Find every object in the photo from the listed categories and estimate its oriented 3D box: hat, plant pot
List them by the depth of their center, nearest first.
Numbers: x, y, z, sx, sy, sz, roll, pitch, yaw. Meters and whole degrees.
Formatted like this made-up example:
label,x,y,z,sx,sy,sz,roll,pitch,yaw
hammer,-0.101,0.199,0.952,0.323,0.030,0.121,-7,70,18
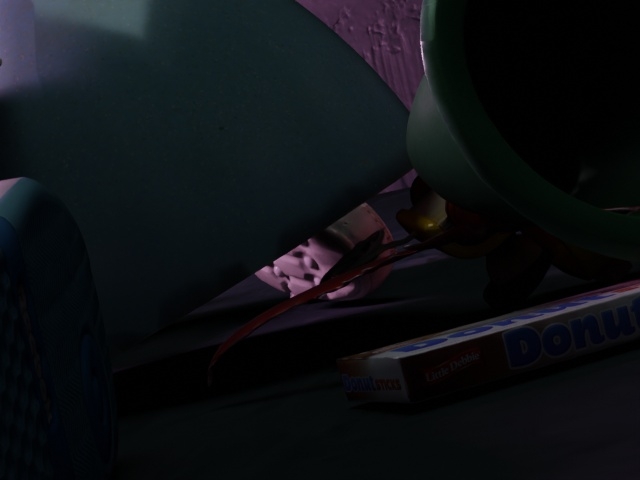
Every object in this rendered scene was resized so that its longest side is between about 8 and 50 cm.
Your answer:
label,x,y,z,sx,sy,sz,roll,pitch,yaw
hat,0.073,-0.033,0.901,0.208,0.173,0.183,9,-30,-26
plant pot,-0.109,-0.059,1.061,0.290,0.195,0.290,-31,4,2

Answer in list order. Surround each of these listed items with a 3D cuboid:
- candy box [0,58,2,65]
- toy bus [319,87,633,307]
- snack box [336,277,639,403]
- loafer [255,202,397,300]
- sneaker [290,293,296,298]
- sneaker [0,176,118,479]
label,x,y,z,sx,sy,sz,roll,pitch,yaw
candy box,-0.282,0.005,0.858,0.183,0.087,0.316,-41,10,29
toy bus,0.129,-0.025,1.025,0.202,0.104,0.191,-33,14,41
snack box,0.100,0.037,0.799,0.178,0.022,0.064,-14,2,-22
loafer,-0.045,-0.052,1.327,0.111,0.112,0.319,-36,39,-19
sneaker,0.000,0.000,1.387,0.063,0.075,0.170,-12,5,-2
sneaker,-0.194,0.060,0.657,0.208,0.127,0.319,-11,2,8
